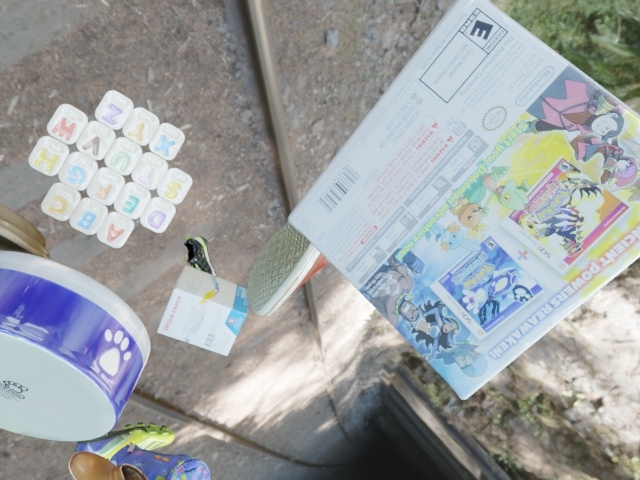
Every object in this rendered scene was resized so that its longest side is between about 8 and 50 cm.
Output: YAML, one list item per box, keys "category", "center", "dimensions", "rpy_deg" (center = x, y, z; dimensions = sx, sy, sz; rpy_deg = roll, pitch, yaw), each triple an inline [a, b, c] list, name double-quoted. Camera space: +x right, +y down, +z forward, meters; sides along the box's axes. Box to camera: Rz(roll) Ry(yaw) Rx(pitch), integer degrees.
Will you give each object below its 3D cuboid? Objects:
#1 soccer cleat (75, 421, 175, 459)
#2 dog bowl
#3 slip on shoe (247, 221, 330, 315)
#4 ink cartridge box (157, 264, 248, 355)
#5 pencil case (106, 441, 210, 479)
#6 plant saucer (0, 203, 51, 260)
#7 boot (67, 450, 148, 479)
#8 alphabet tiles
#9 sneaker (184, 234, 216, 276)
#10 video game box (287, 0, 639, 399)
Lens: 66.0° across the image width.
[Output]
- category: "soccer cleat"
  center: [-0.603, 0.641, 1.531]
  dimensions: [0.289, 0.121, 0.093]
  rpy_deg: [5, 175, -31]
- category: "dog bowl"
  center: [-0.360, 0.142, 0.616]
  dimensions: [0.104, 0.265, 0.265]
  rpy_deg: [-79, -171, -46]
- category: "slip on shoe"
  center: [0.000, 0.000, 0.818]
  dimensions: [0.101, 0.123, 0.331]
  rpy_deg: [36, 97, -38]
- category: "ink cartridge box"
  center: [-0.366, 0.219, 1.566]
  dimensions: [0.171, 0.233, 0.168]
  rpy_deg: [-62, -166, 19]
- category: "pencil case"
  center: [-0.418, 0.593, 1.249]
  dimensions: [0.306, 0.133, 0.119]
  rpy_deg: [-8, 173, 36]
- category: "plant saucer"
  center: [-0.481, -0.029, 0.629]
  dimensions: [0.278, 0.278, 0.041]
  rpy_deg: [80, 23, -64]
- category: "boot"
  center: [-0.443, 0.501, 1.053]
  dimensions: [0.152, 0.197, 0.073]
  rpy_deg: [-50, -174, 45]
- category: "alphabet tiles"
  center: [-0.410, -0.139, 0.984]
  dimensions: [0.278, 0.284, 0.021]
  rpy_deg: [-59, -159, -1]
- category: "sneaker"
  center: [-0.481, 0.094, 1.924]
  dimensions: [0.084, 0.234, 0.097]
  rpy_deg: [-21, 172, 36]
- category: "video game box"
  center: [0.104, -0.026, 0.338]
  dimensions: [0.205, 0.187, 0.048]
  rpy_deg: [-50, 163, 23]
